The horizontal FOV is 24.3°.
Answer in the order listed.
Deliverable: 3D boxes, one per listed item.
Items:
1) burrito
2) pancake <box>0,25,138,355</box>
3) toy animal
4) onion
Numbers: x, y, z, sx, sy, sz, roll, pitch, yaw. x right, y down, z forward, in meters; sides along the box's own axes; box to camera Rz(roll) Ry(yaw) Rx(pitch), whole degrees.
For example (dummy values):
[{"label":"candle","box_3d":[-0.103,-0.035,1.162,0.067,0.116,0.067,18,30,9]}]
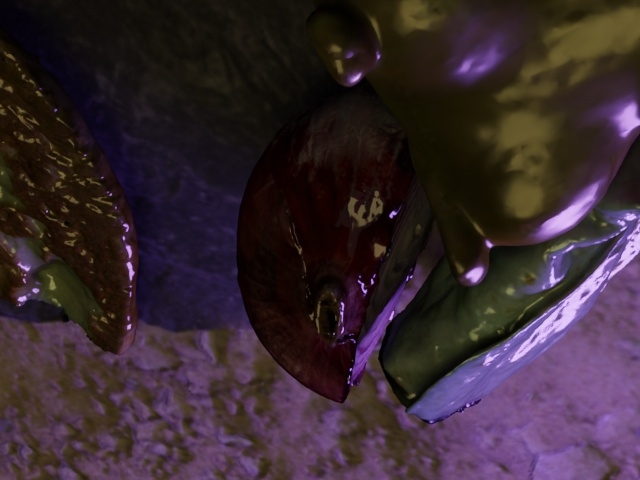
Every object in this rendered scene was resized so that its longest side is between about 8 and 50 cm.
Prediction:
[{"label":"burrito","box_3d":[0.128,0.005,0.817,0.089,0.144,0.229,48,125,8]},{"label":"pancake","box_3d":[-0.223,-0.057,0.917,0.197,0.054,0.376,-13,124,26]},{"label":"toy animal","box_3d":[0.167,-0.124,0.639,0.363,0.180,0.181,-21,117,30]},{"label":"onion","box_3d":[0.000,0.000,0.836,0.098,0.151,0.205,25,124,12]}]
